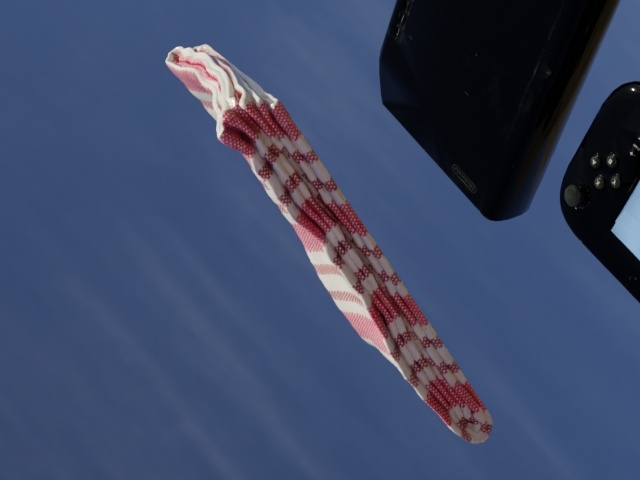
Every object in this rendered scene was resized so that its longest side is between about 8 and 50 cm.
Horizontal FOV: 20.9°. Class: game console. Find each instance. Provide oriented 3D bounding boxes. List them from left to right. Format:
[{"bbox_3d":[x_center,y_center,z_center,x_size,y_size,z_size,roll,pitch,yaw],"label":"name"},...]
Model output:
[{"bbox_3d":[0.164,-0.056,0.938,0.044,0.213,0.361,-19,-126,-32],"label":"game console"}]

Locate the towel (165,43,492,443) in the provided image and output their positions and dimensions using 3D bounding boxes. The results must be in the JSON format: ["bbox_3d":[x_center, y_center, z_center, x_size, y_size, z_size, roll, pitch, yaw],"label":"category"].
[{"bbox_3d":[0.000,0.000,0.799,0.197,0.029,0.144,55,177,-22],"label":"towel"}]
